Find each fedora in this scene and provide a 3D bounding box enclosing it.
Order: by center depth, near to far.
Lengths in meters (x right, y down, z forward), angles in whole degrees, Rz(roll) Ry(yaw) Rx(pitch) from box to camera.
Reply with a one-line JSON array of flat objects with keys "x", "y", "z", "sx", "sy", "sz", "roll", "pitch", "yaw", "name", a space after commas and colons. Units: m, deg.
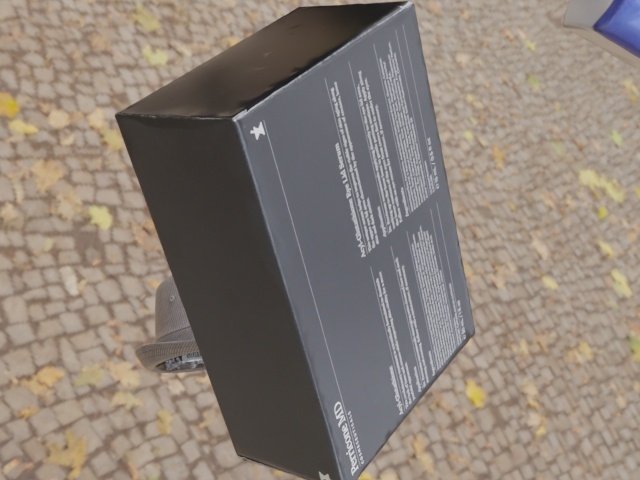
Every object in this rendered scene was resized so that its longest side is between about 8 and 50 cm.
[{"x": -0.108, "y": 0.089, "z": 1.196, "sx": 0.244, "sy": 0.275, "sz": 0.124, "roll": 9, "pitch": 69, "yaw": -53, "name": "fedora"}]

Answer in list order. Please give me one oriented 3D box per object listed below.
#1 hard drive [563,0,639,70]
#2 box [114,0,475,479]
[{"x": 0.278, "y": -0.114, "z": 0.390, "sx": 0.319, "sy": 0.210, "sz": 0.040, "roll": 23, "pitch": 8, "yaw": -21, "name": "hard drive"}, {"x": 0.000, "y": 0.000, "z": 0.616, "sx": 0.184, "sy": 0.103, "sz": 0.261, "roll": -43, "pitch": 129, "yaw": -43, "name": "box"}]
